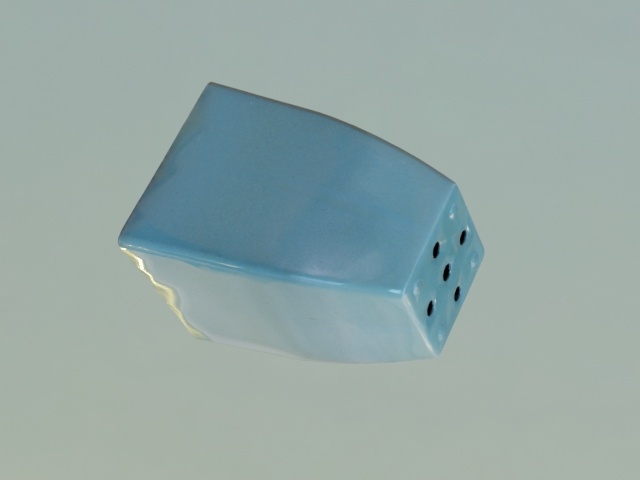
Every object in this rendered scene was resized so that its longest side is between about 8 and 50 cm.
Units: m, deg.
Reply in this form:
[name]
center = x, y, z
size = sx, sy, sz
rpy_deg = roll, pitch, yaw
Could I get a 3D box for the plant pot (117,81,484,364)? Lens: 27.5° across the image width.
[plant pot]
center = 0.000, 0.000, 1.057
size = 0.234, 0.166, 0.165
rpy_deg = 13, 153, 29
